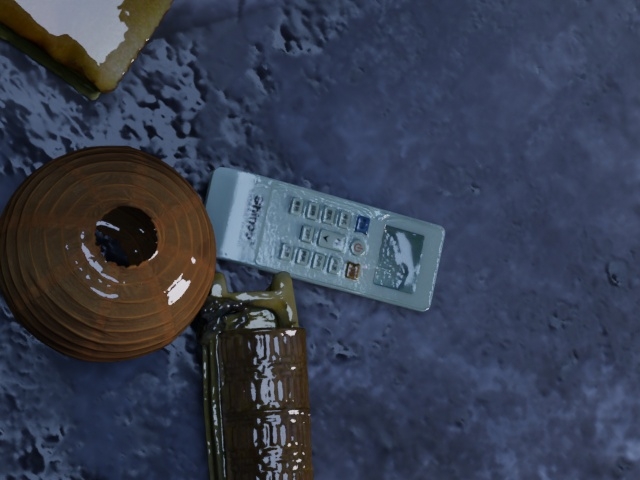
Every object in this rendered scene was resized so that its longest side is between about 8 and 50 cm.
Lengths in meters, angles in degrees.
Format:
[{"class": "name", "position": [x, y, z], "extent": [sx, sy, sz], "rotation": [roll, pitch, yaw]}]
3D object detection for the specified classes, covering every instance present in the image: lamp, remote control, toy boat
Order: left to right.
[{"class": "lamp", "position": [-0.131, 0.008, 1.193], "extent": [0.136, 0.136, 0.136], "rotation": [2, 83, -14]}, {"class": "toy boat", "position": [-0.038, 0.131, 1.224], "extent": [0.068, 0.088, 0.226], "rotation": [-2, 83, -15]}, {"class": "remote control", "position": [0.000, 0.000, 1.280], "extent": [0.162, 0.029, 0.061], "rotation": [16, 82, -17]}]

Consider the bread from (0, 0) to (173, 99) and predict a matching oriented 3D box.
[{"class": "bread", "position": [-0.247, -0.243, 1.220], "extent": [0.361, 0.077, 0.138], "rotation": [35, 77, -8]}]
